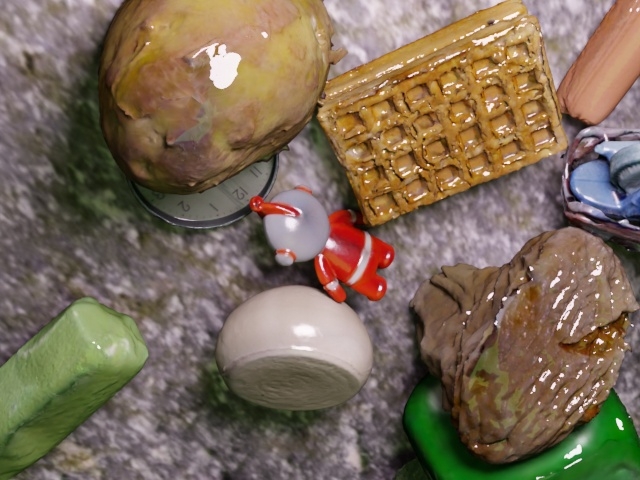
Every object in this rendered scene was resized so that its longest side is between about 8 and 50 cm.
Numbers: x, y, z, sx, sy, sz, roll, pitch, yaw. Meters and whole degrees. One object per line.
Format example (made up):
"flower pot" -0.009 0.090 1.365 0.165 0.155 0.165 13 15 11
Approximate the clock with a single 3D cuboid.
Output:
"clock" -0.160 -0.112 1.312 0.215 0.042 0.215 -5 122 -8

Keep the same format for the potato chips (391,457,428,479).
"potato chips" 0.154 0.442 1.693 0.167 0.059 0.228 13 120 -40

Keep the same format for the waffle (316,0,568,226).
"waffle" 0.163 -0.165 1.309 0.308 0.091 0.213 -22 123 4

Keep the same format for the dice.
"dice" 0.319 0.342 1.515 0.300 0.297 0.287 -26 124 -4

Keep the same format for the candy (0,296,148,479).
"candy" -0.406 0.225 1.435 0.343 0.132 0.142 -40 162 17

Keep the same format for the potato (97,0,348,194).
"potato" -0.123 -0.189 1.115 0.301 0.237 0.289 14 105 -6

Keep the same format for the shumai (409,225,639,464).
"shumai" 0.272 0.141 1.402 0.217 0.283 0.346 23 86 -17

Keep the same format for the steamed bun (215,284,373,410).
"steamed bun" -0.038 0.148 1.428 0.232 0.145 0.232 1 148 1

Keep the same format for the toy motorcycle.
"toy motorcycle" 0.484 -0.070 1.374 0.319 0.241 0.182 18 92 -27

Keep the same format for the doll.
"doll" 0.000 0.000 1.364 0.245 0.142 0.076 27 151 -26

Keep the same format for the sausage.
"sausage" 0.415 -0.280 1.285 0.086 0.086 0.289 23 115 -22
